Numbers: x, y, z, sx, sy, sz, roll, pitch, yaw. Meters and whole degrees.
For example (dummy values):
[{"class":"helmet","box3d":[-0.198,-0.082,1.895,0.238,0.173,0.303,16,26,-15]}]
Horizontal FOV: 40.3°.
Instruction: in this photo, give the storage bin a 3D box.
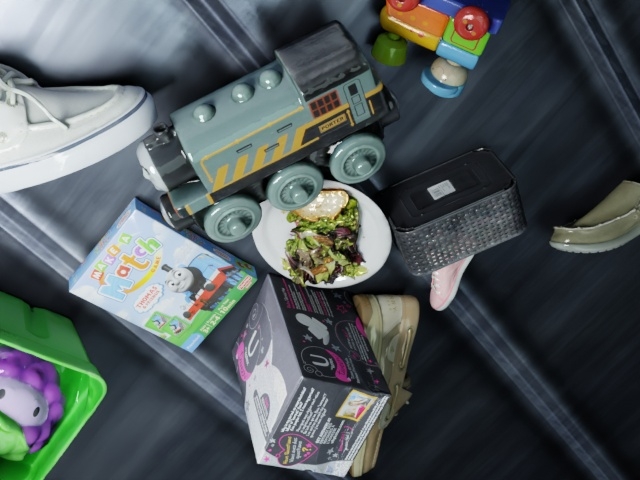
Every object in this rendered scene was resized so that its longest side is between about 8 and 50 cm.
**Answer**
[{"class":"storage bin","box3d":[0.185,-0.043,1.237,0.180,0.122,0.084,-23,125,0]}]

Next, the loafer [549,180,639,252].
[{"class":"loafer","box3d":[0.460,-0.048,1.342,0.251,0.094,0.087,-19,101,-14]}]

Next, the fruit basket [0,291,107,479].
[{"class":"fruit basket","box3d":[-0.485,0.225,1.079,0.392,0.392,0.283,27,111,-28]}]

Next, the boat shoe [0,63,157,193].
[{"class":"boat shoe","box3d":[-0.384,-0.150,1.018,0.367,0.136,0.156,-14,122,5]}]

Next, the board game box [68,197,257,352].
[{"class":"board game box","box3d":[-0.221,0.055,1.238,0.211,0.039,0.160,32,109,-29]}]

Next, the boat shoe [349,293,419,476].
[{"class":"boat shoe","box3d":[0.095,0.239,1.394,0.110,0.122,0.341,-3,122,-14]}]

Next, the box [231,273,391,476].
[{"class":"box","box3d":[-0.025,0.189,1.251,0.142,0.247,0.163,16,116,-22]}]

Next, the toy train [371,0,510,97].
[{"class":"toy train","box3d":[0.095,-0.283,1.089,0.248,0.105,0.143,24,135,4]}]

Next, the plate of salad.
[{"class":"plate of salad","box3d":[0.000,0.000,1.229,0.199,0.048,0.200,5,130,5]}]

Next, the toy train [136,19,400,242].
[{"class":"toy train","box3d":[-0.063,-0.131,1.081,0.333,0.142,0.190,-26,141,-1]}]

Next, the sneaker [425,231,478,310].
[{"class":"sneaker","box3d":[0.182,0.042,1.336,0.070,0.051,0.134,14,114,-21]}]
